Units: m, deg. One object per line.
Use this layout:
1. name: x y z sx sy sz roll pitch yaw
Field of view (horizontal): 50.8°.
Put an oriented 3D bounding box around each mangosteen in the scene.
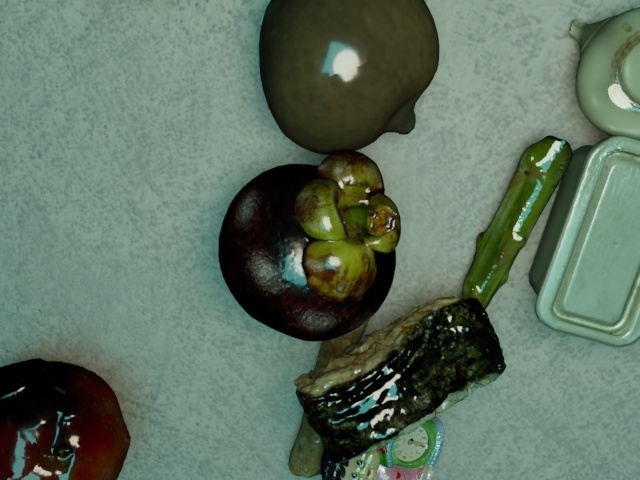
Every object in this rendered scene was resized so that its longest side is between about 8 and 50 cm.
1. mangosteen: -0.013 -0.003 1.069 0.297 0.297 0.313 18 113 -1

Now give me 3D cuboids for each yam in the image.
1. yam: 0.018 0.269 1.237 0.081 0.081 0.356 16 104 0

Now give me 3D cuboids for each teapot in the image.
1. teapot: 0.557 -0.271 1.050 0.318 0.149 0.220 -9 93 7

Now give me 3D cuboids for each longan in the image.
1. longan: 0.043 -0.272 1.035 0.300 0.243 0.300 1 115 1

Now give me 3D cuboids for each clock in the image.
1. clock: 0.107 0.380 1.216 0.195 0.100 0.194 20 88 -19

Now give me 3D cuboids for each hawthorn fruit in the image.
1. hawthorn fruit: -0.487 0.345 1.184 0.316 0.316 0.316 1 102 3

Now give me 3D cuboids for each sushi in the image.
1. sushi: 0.132 0.216 1.097 0.350 0.211 0.171 -26 77 -16

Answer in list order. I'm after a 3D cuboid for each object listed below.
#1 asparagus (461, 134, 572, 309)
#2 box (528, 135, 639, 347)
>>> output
1. asparagus: 0.326 -0.020 1.155 0.082 0.085 0.343 17 109 -15
2. box: 0.453 -0.011 1.096 0.175 0.182 0.312 15 103 -1
